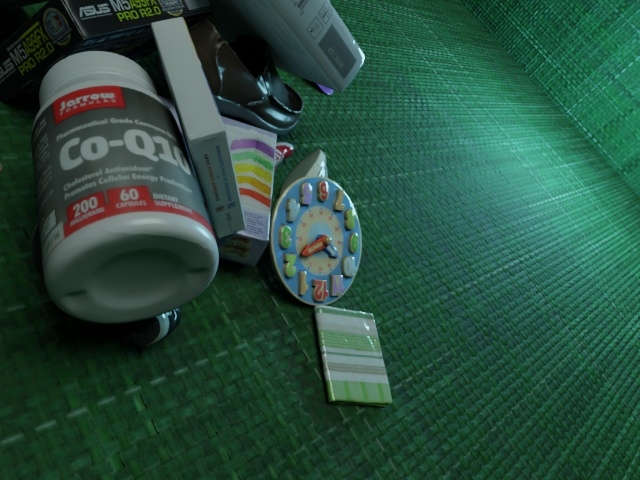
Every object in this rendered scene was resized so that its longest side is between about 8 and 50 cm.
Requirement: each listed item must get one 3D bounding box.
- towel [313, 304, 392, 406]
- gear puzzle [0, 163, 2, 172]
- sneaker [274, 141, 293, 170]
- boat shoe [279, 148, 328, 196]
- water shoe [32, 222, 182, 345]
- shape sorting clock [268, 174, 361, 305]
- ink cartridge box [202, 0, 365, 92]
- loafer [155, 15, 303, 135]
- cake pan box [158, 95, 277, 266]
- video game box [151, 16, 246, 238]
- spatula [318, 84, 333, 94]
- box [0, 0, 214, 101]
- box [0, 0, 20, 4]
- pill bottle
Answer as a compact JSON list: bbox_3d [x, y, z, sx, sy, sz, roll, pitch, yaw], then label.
[{"bbox_3d":[0.045,0.174,0.795,0.113,0.023,0.152,13,50,-28],"label":"towel"},{"bbox_3d":[-0.532,-0.078,0.537,0.339,0.044,0.175,-28,76,-46],"label":"gear puzzle"},{"bbox_3d":[-0.085,-0.140,0.952,0.118,0.042,0.067,-19,63,-39],"label":"sneaker"},{"bbox_3d":[-0.022,-0.070,0.925,0.081,0.079,0.227,46,38,-27],"label":"boat shoe"},{"bbox_3d":[-0.258,0.048,0.637,0.203,0.073,0.080,44,11,5],"label":"water shoe"},{"bbox_3d":[0.000,0.000,0.831,0.206,0.040,0.206,-2,93,-47],"label":"shape sorting clock"},{"bbox_3d":[-0.138,-0.426,0.917,0.385,0.091,0.308,35,0,36],"label":"ink cartridge box"},{"bbox_3d":[-0.117,-0.282,0.932,0.134,0.130,0.366,48,20,13],"label":"loafer"},{"bbox_3d":[-0.202,-0.102,0.782,0.267,0.070,0.246,16,44,-16],"label":"cake pan box"},{"bbox_3d":[-0.150,-0.136,0.660,0.048,0.187,0.205,-16,60,-13],"label":"video game box"},{"bbox_3d":[-0.086,-0.443,1.239,0.296,0.030,0.084,29,43,-15],"label":"spatula"},{"bbox_3d":[-0.317,-0.301,0.774,0.270,0.216,0.060,-47,117,-50],"label":"box"},{"bbox_3d":[-0.403,-0.397,0.723,0.148,0.311,0.121,-41,129,-51],"label":"box"},{"bbox_3d":[-0.222,-0.069,0.574,0.161,0.161,0.283,3,48,-37],"label":"pill bottle"}]
